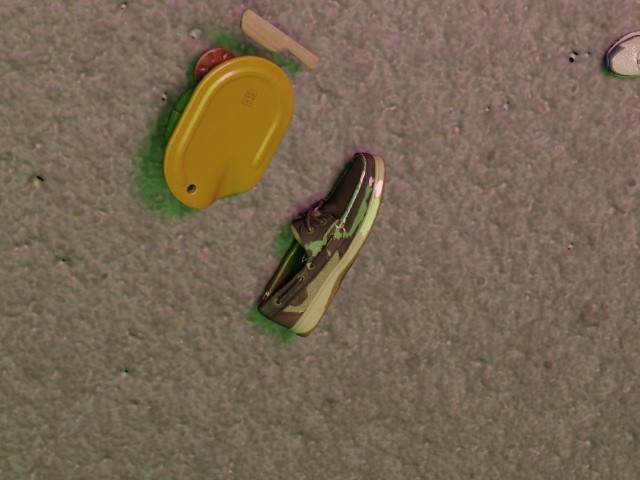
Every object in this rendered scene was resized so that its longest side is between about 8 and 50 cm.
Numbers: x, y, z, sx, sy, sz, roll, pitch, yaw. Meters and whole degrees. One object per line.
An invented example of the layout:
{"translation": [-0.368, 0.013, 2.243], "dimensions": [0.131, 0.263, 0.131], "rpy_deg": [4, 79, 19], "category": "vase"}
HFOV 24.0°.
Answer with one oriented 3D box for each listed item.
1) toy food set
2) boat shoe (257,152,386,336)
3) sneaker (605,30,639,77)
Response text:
{"translation": [-0.101, -0.142, 1.612], "dimensions": [0.128, 0.071, 0.218], "rpy_deg": [21, 104, -40], "category": "toy food set"}
{"translation": [-0.001, 0.000, 1.658], "dimensions": [0.073, 0.080, 0.224], "rpy_deg": [20, 106, -20], "category": "boat shoe"}
{"translation": [0.387, -0.208, 1.679], "dimensions": [0.135, 0.058, 0.052], "rpy_deg": [-9, 107, -7], "category": "sneaker"}
